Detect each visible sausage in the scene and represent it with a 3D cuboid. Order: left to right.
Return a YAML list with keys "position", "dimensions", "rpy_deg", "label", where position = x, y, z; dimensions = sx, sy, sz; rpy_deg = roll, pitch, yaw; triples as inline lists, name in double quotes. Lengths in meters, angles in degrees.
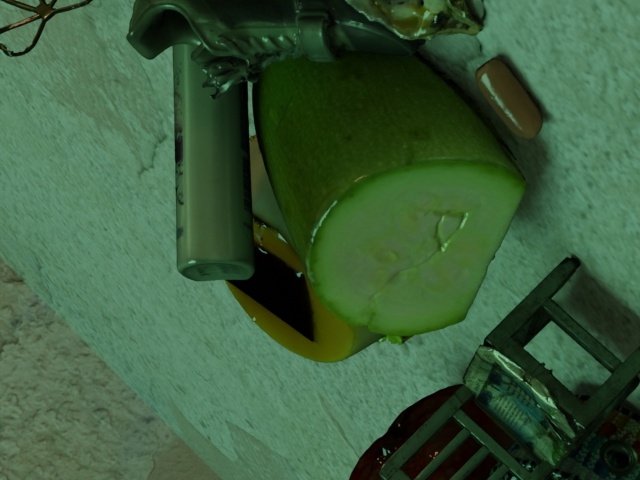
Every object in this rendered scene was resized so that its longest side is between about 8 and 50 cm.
- position: [0.172, -0.129, 1.621]
  dimensions: [0.083, 0.034, 0.034]
  rpy_deg: [52, 160, -15]
  label: "sausage"

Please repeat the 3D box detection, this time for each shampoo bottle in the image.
- position: [-0.110, -0.140, 1.818]
  dimensions: [0.134, 0.078, 0.359]
  rpy_deg: [66, -159, -77]
  label: "shampoo bottle"

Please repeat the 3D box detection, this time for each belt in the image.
- position: [0.326, 0.308, 1.955]
  dimensions: [0.295, 0.160, 0.207]
  rpy_deg: [51, 143, -10]
  label: "belt"

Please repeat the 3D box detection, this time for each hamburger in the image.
- position: [0.000, 0.000, 2.018]
  dimensions: [0.276, 0.179, 0.294]
  rpy_deg: [31, 151, 33]
  label: "hamburger"

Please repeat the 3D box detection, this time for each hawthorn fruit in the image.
- position: [0.188, 0.331, 2.132]
  dimensions: [0.307, 0.265, 0.265]
  rpy_deg: [45, 161, -6]
  label: "hawthorn fruit"

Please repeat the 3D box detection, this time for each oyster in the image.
- position: [0.070, -0.240, 1.590]
  dimensions: [0.146, 0.045, 0.121]
  rpy_deg: [11, 127, 23]
  label: "oyster"

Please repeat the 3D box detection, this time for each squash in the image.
- position: [0.043, -0.094, 1.783]
  dimensions: [0.309, 0.210, 0.233]
  rpy_deg: [-107, 28, -46]
  label: "squash"

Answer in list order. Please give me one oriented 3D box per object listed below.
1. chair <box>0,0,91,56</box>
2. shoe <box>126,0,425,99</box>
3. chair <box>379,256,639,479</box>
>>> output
- position: [-0.436, -0.395, 2.227]
  dimensions: [0.326, 0.160, 0.170]
  rpy_deg: [40, 160, 34]
  label: "chair"
- position: [-0.050, -0.192, 1.682]
  dimensions: [0.293, 0.149, 0.109]
  rpy_deg: [19, 167, 17]
  label: "shoe"
- position: [0.199, 0.167, 1.773]
  dimensions: [0.136, 0.270, 0.147]
  rpy_deg: [44, 161, 14]
  label: "chair"
